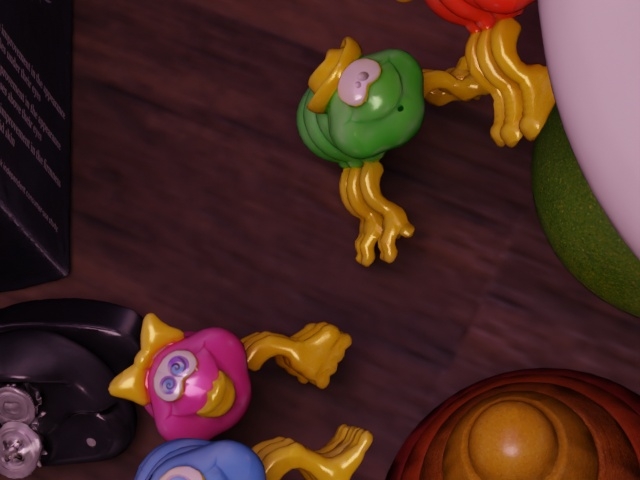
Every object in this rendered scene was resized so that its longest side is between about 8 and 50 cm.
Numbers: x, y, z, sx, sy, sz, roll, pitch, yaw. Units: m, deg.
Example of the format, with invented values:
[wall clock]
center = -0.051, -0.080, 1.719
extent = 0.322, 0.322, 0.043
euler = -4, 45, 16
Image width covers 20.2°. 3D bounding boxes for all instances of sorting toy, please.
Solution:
[sorting toy]
center = 0.121, -0.026, 0.619
extent = 0.127, 0.126, 0.366
euler = 21, 74, 19

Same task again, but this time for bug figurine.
[bug figurine]
center = 0.000, 0.000, 0.590
extent = 0.072, 0.216, 0.279
euler = 30, 79, -8

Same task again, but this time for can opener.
[can opener]
center = -0.156, 0.066, 0.685
extent = 0.186, 0.073, 0.059
euler = -9, 105, 12

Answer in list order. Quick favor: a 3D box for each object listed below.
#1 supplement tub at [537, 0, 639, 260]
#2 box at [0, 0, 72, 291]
[supplement tub]
center = 0.243, -0.069, 0.483
extent = 0.228, 0.316, 0.228
euler = -9, 79, 54
[box]
center = -0.169, -0.098, 0.696
extent = 0.108, 0.153, 0.207
euler = -7, 65, 10
